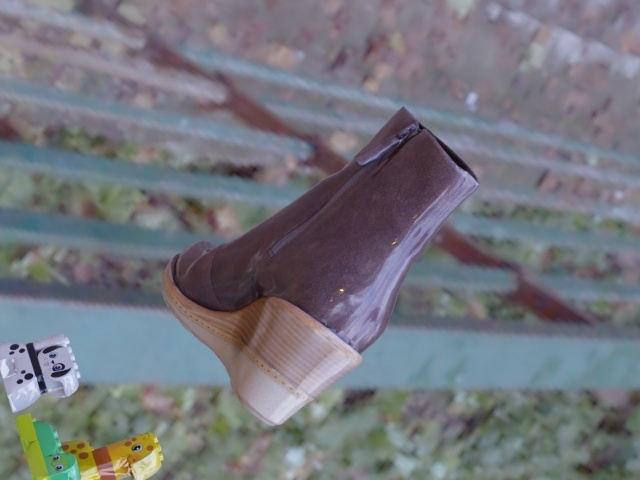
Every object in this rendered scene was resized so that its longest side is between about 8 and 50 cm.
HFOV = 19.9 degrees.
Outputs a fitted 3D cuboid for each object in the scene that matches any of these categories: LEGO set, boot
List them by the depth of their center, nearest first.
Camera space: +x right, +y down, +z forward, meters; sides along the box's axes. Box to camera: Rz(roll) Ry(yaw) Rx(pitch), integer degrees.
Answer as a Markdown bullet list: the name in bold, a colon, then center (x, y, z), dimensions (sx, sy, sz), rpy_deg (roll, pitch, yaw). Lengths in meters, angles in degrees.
- **boot**: center (0.000, 0.000, 1.213), dimensions (0.090, 0.248, 0.207), rpy_deg (37, 94, -26)
- **LEGO set**: center (-0.154, 0.159, 1.277), dimensions (0.093, 0.227, 0.087), rpy_deg (-17, 131, -11)
